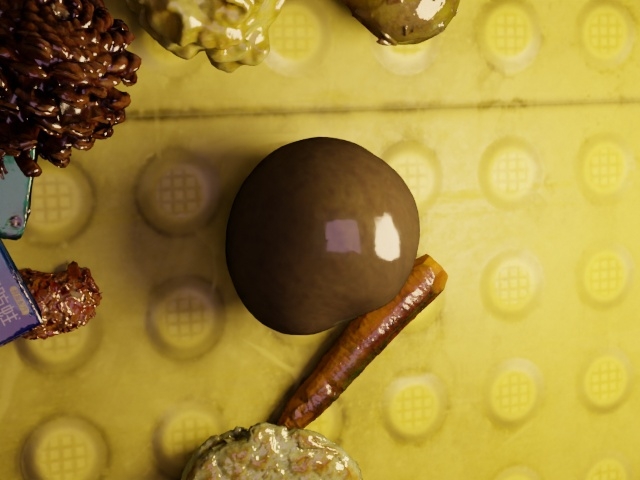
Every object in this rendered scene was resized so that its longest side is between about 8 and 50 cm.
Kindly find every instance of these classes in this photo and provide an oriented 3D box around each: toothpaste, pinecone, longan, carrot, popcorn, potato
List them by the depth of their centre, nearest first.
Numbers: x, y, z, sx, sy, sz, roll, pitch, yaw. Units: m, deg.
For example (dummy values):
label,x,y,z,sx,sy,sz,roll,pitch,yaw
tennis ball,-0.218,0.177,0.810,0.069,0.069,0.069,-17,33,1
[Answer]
label,x,y,z,sx,sy,sz,roll,pitch,yaw
pinecone,-0.306,-0.171,1.120,0.222,0.221,0.221,-2,96,-21
toothpaste,-0.403,-0.039,1.156,0.066,0.076,0.320,-29,103,-12
popcorn,-0.134,-0.316,1.243,0.181,0.216,0.235,-36,116,13
longan,0.000,0.000,1.308,0.248,0.248,0.248,-2,96,-21
potato,0.080,-0.388,1.337,0.176,0.141,0.298,-26,106,-3
carrot,0.049,0.142,1.432,0.314,0.066,0.066,-46,109,-7

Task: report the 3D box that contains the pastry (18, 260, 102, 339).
label,x,y,z,sx,sy,sz,roll,pitch,yaw
pastry,-0.339,0.076,1.266,0.170,0.063,0.087,-8,96,-20

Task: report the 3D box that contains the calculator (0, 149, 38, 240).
label,x,y,z,sx,sy,sz,roll,pitch,yaw
calculator,-0.434,-0.144,1.208,0.248,0.058,0.274,4,94,-21

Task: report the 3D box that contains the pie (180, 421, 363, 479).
label,x,y,z,sx,sy,sz,roll,pitch,yaw
pie,-0.062,0.327,1.383,0.248,0.090,0.201,22,94,-21
